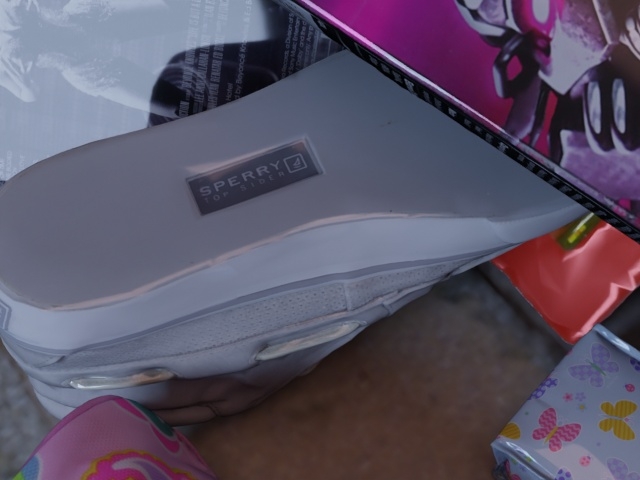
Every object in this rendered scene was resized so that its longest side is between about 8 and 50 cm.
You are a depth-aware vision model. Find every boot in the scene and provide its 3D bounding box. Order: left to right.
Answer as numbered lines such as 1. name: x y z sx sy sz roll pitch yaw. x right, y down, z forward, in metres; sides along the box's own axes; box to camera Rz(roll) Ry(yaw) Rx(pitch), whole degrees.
1. boot: 0.000 0.000 0.520 0.258 0.123 0.095 -14 61 -8

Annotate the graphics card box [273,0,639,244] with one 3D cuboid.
1. graphics card box: 0.105 -0.134 0.414 0.371 0.094 0.232 35 97 6

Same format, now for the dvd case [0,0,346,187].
1. dvd case: -0.092 -0.080 0.557 0.221 0.018 0.164 11 112 6

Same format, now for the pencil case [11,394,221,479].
1. pencil case: 0.002 0.176 0.453 0.284 0.124 0.124 34 74 14

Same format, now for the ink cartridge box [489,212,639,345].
1. ink cartridge box: 0.054 -0.190 0.521 0.385 0.091 0.308 49 116 18

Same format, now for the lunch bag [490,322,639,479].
1. lunch bag: 0.119 0.087 0.517 0.083 0.053 0.071 35 72 25
